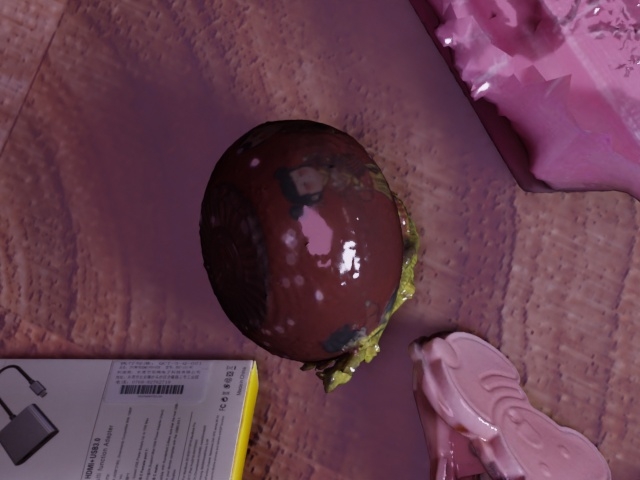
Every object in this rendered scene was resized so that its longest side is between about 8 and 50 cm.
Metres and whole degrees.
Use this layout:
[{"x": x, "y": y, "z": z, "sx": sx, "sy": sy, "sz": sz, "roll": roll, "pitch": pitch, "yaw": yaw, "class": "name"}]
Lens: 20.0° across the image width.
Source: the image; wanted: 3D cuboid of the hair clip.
[{"x": 0.120, "y": 0.122, "z": 1.161, "sx": 0.102, "sy": 0.123, "sz": 0.138, "roll": -8, "pitch": 95, "yaw": 28, "class": "hair clip"}]

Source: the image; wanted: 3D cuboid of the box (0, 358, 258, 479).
[{"x": -0.168, "y": 0.131, "z": 1.192, "sx": 0.247, "sy": 0.129, "sz": 0.033, "roll": 0, "pitch": 132, "yaw": 9, "class": "box"}]

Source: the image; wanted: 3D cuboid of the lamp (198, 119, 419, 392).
[{"x": -0.003, "y": -0.002, "z": 1.161, "sx": 0.135, "sy": 0.156, "sz": 0.157, "roll": -16, "pitch": 129, "yaw": -29, "class": "lamp"}]

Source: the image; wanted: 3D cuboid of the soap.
[{"x": 0.159, "y": -0.187, "z": 1.133, "sx": 0.220, "sy": 0.127, "sz": 0.325, "roll": -32, "pitch": 89, "yaw": 8, "class": "soap"}]
